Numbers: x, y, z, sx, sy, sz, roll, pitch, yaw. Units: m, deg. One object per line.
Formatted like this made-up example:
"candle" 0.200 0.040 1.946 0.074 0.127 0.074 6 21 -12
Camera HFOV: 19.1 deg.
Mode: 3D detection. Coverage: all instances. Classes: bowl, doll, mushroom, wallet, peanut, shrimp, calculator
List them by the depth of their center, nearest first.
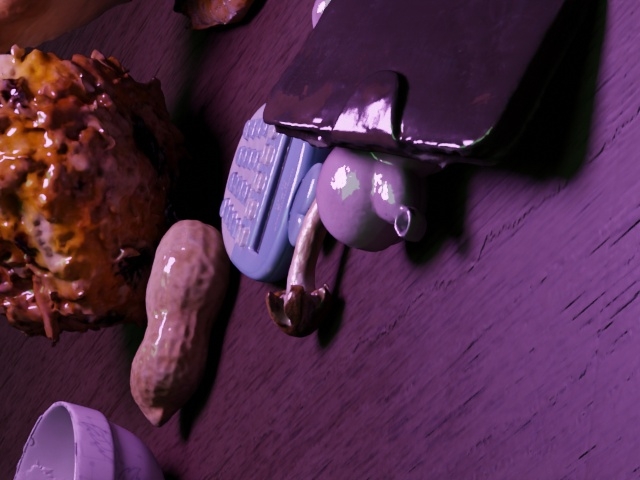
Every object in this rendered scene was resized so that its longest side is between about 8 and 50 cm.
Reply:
"wallet" 0.077 -0.143 1.539 0.309 0.042 0.165 12 65 53
"doll" 0.049 -0.124 1.679 0.160 0.094 0.365 -49 34 30
"mushroom" 0.000 0.000 1.765 0.061 0.060 0.187 9 -80 -80
"calculator" -0.044 -0.054 1.933 0.302 0.042 0.188 31 104 68
"bowl" -0.246 0.325 2.043 0.287 0.143 0.287 -48 35 50
"peanut" -0.153 0.090 2.052 0.104 0.085 0.228 -179 101 -78
"shrimp" -0.108 -0.333 2.267 0.253 0.058 0.173 14 81 66

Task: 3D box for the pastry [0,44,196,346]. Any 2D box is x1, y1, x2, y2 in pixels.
"pastry" -0.293 -0.053 2.202 0.405 0.292 0.337 -20 -82 -87

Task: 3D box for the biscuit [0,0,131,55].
"biscuit" -0.203 -0.412 2.237 0.446 0.104 0.429 -51 -12 33
